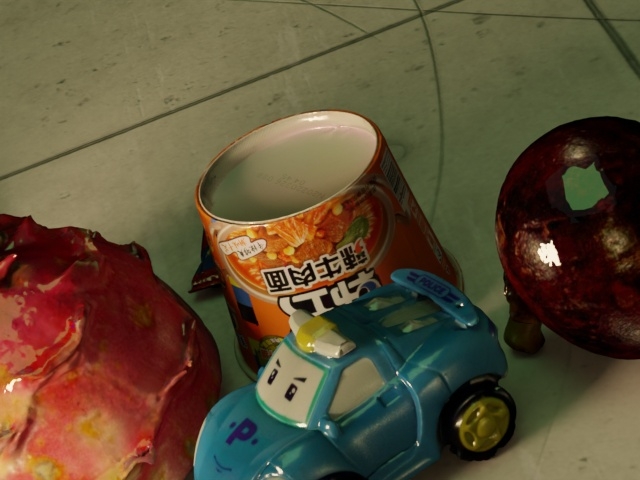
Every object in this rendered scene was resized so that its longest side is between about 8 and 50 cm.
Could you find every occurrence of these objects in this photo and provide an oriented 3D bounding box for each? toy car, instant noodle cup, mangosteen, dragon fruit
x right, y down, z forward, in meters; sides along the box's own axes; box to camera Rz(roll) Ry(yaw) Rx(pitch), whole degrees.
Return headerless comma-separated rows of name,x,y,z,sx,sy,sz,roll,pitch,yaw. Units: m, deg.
toy car,0.017,0.146,1.767,0.314,0.166,0.198,-32,30,-15
instant noodle cup,0.000,0.000,1.962,0.250,0.192,0.250,-15,33,10
mangosteen,0.246,0.014,1.798,0.261,0.235,0.235,-44,19,32
dragon fruit,-0.295,0.125,1.903,0.371,0.249,0.386,-11,42,19

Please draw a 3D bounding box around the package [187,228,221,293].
package,-0.098,-0.005,2.192,0.083,0.022,0.200,-14,31,12
